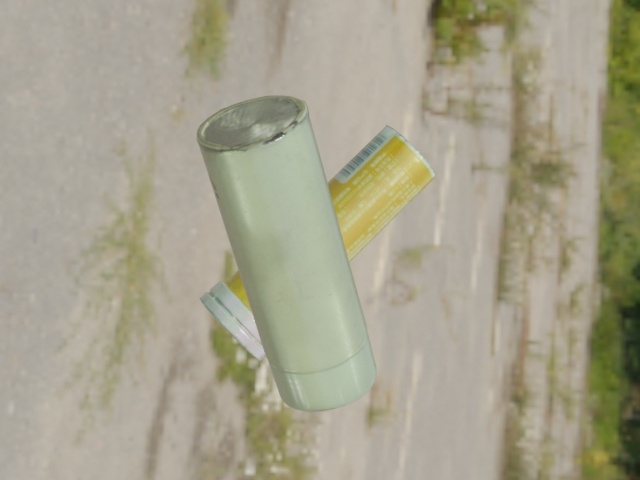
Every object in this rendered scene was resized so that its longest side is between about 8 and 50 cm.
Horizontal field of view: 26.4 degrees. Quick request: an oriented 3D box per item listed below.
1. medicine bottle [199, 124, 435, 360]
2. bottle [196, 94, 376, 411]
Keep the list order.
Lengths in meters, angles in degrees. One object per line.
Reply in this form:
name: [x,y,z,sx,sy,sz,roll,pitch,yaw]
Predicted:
medicine bottle: [0.000,0.000,1.147,0.218,0.074,0.074,-44,159,-3]
bottle: [-0.019,0.011,0.875,0.072,0.072,0.201,-67,147,-55]
